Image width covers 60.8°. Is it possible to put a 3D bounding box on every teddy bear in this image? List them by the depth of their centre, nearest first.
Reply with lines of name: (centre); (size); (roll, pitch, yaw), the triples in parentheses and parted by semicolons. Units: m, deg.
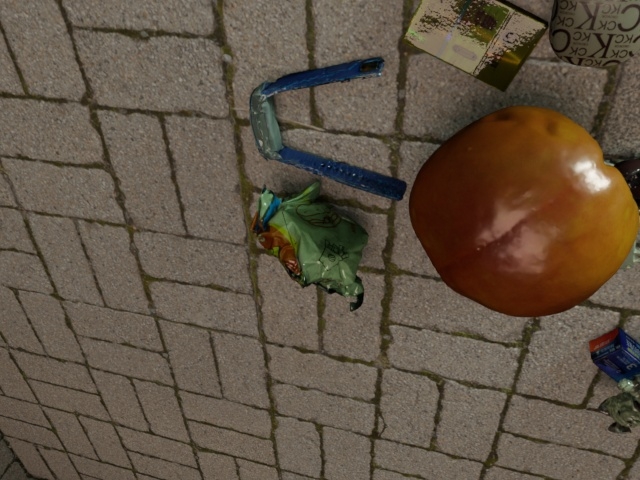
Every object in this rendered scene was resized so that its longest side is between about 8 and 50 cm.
teddy bear: (0.671, 0.326, 1.118); (0.133, 0.111, 0.213); (44, 155, 11)

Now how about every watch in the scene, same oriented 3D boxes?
watch: (0.011, -0.195, 1.054); (0.275, 0.068, 0.276); (-4, 125, 17)

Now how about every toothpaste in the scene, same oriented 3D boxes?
toothpaste: (0.728, 0.314, 1.185); (0.320, 0.066, 0.076); (37, 130, -11)

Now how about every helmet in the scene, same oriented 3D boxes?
helmet: (0.544, -0.097, 0.924); (0.123, 0.070, 0.098); (2, 134, 10)

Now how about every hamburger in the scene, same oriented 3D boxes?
hamburger: (0.004, -0.005, 1.119); (0.150, 0.260, 0.276); (-46, 138, 15)

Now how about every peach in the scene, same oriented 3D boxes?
peach: (0.313, -0.035, 0.885); (0.302, 0.342, 0.342); (-37, 109, 14)

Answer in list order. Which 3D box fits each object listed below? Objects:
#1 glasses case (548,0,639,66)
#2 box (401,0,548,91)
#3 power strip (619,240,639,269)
glasses case: (0.399, -0.409, 0.723); (0.137, 0.085, 0.354); (7, 128, 14)
box: (0.244, -0.335, 0.875); (0.193, 0.030, 0.121); (27, 131, -1)
power strip: (0.468, 0.002, 1.046); (0.271, 0.046, 0.117); (-2, 123, 23)
